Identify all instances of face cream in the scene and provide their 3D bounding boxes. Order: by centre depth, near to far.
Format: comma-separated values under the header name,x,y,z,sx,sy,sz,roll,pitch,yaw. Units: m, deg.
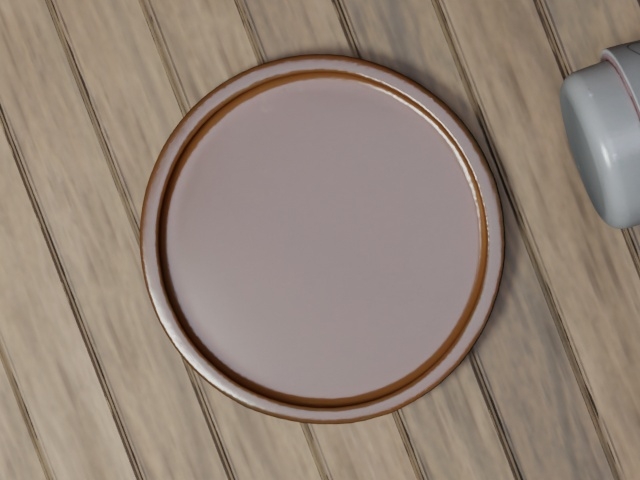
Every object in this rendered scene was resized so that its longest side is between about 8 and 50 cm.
name,x,y,z,sx,sy,sz,roll,pitch,yaw
face cream,0.210,-0.069,0.947,0.104,0.117,0.117,-19,90,2

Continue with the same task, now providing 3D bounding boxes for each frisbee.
name,x,y,z,sx,sy,sz,roll,pitch,yaw
frisbee,0.000,0.000,1.036,0.250,0.021,0.251,1,94,11
